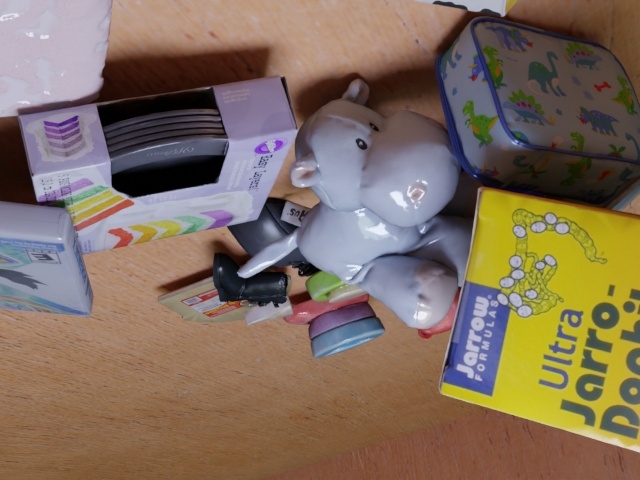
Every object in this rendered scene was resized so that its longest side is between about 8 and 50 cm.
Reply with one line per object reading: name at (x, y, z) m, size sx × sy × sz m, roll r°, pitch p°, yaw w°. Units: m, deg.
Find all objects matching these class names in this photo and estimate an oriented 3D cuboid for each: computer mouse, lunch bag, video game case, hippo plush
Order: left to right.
video game case at (-0.414, 0.016, 0.841) m, size 0.328 × 0.036 × 0.300 m, roll 6°, pitch 160°, yaw -9°
computer mouse at (0.000, 0.000, 1.138) m, size 0.184 × 0.060 × 0.262 m, roll -21°, pitch 155°, yaw 18°
hippo plush at (0.066, -0.072, 0.914) m, size 0.294 × 0.234 × 0.237 m, roll 17°, pitch 143°, yaw 23°
lunch bag at (0.229, -0.135, 0.834) m, size 0.219 × 0.176 × 0.090 m, roll 4°, pitch 151°, yaw -29°

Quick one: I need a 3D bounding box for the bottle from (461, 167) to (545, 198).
bottle at (0.249, -0.035, 1.156) m, size 0.118 × 0.092 × 0.283 m, roll -16°, pitch 156°, yaw 0°

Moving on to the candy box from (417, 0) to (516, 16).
candy box at (0.085, -0.260, 0.610) m, size 0.233 × 0.071 × 0.159 m, roll -1°, pitch 152°, yaw -28°

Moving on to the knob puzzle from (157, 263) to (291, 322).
knob puzzle at (-0.135, 0.083, 1.282) m, size 0.213 × 0.030 × 0.213 m, roll -12°, pitch 155°, yaw -6°

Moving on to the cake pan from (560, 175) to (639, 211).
cake pan at (0.358, -0.018, 1.162) m, size 0.293 × 0.054 × 0.293 m, roll -39°, pitch 164°, yaw -13°

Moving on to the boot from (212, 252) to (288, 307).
boot at (-0.097, 0.055, 1.147) m, size 0.099 × 0.045 × 0.121 m, roll 1°, pitch 149°, yaw 3°

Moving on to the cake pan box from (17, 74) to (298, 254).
cake pan box at (-0.165, -0.069, 0.830) m, size 0.245 × 0.070 × 0.267 m, roll -14°, pitch 166°, yaw -19°

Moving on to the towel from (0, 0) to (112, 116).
towel at (-0.290, -0.178, 0.546) m, size 0.316 × 0.053 × 0.332 m, roll -16°, pitch 159°, yaw -26°

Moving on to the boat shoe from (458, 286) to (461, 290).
boat shoe at (0.271, 0.106, 1.357) m, size 0.305 × 0.109 × 0.091 m, roll -1°, pitch -164°, yaw 30°

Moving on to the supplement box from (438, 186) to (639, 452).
supplement box at (0.275, 0.062, 0.845) m, size 0.195 × 0.194 × 0.356 m, roll 13°, pitch -174°, yaw 23°

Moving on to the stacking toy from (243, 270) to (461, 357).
stacking toy at (0.062, 0.124, 1.290) m, size 0.309 × 0.130 × 0.279 m, roll -29°, pitch 163°, yaw 35°
